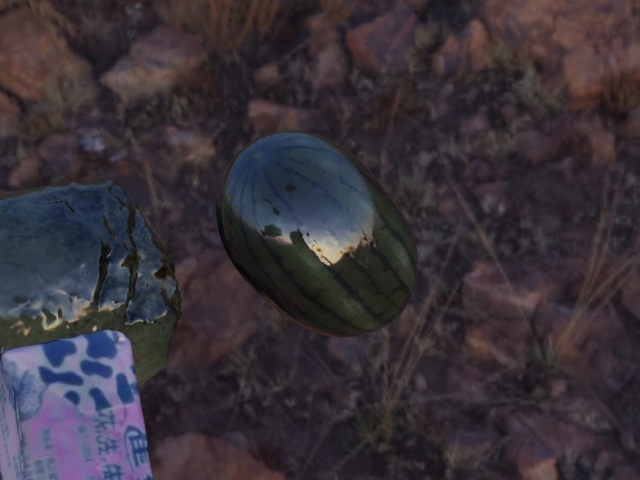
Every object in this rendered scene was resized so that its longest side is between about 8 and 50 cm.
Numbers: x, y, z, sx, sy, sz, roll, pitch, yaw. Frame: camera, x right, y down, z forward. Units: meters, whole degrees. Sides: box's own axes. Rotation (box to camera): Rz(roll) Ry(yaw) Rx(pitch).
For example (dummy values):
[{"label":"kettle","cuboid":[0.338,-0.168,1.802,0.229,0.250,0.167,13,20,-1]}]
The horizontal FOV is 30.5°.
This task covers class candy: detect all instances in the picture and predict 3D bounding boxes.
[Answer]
[{"label":"candy","cuboid":[-0.156,0.141,0.737,0.092,0.073,0.160,-2,63,-26]}]

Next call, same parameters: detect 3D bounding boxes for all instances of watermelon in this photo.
[{"label":"watermelon","cuboid":[0.000,0.000,0.532,0.078,0.111,0.078,-35,21,16]}]

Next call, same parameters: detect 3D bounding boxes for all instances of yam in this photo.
[{"label":"yam","cuboid":[-0.278,0.058,0.963,0.300,0.195,0.195,-11,34,-30]}]
